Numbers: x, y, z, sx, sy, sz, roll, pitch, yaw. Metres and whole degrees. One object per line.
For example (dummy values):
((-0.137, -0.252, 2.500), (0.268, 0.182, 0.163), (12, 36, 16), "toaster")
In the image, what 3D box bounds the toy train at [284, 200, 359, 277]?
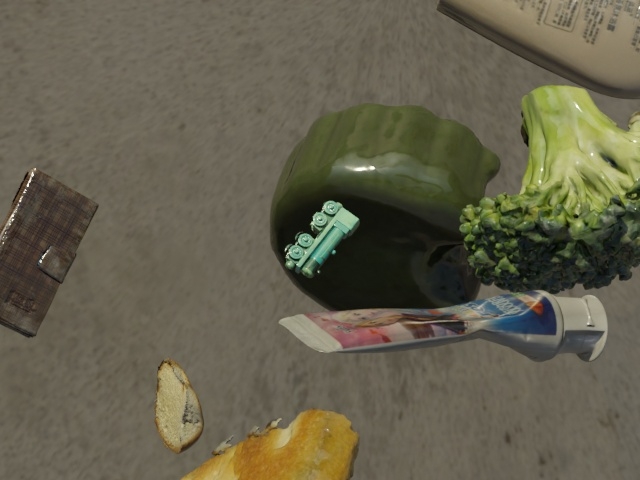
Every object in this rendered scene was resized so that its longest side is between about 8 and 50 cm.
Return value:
((0.000, 0.000, 1.327), (0.045, 0.029, 0.092), (35, 69, 9), "toy train")

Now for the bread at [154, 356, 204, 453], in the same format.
((-0.209, 0.248, 1.897), (0.044, 0.129, 0.126), (-2, 111, -23), "bread")

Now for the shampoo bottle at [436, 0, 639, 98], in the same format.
((0.231, -0.192, 1.083), (0.256, 0.078, 0.127), (20, 76, 3), "shampoo bottle")

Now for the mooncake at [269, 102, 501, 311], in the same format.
((0.098, -0.034, 1.842), (0.351, 0.187, 0.351), (10, 141, 8), "mooncake")

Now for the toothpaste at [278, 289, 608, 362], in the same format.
((0.105, 0.072, 1.032), (0.266, 0.096, 0.061), (0, 100, -21), "toothpaste")

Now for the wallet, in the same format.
((-0.431, 0.019, 1.901), (0.124, 0.042, 0.230), (31, 70, -24), "wallet")

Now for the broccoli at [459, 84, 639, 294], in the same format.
((0.349, -0.048, 1.619), (0.324, 0.334, 0.272), (13, 89, 10), "broccoli")

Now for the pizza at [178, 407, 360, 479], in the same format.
((-0.055, 0.202, 0.911), (0.069, 0.194, 0.154), (41, 58, -21), "pizza")
